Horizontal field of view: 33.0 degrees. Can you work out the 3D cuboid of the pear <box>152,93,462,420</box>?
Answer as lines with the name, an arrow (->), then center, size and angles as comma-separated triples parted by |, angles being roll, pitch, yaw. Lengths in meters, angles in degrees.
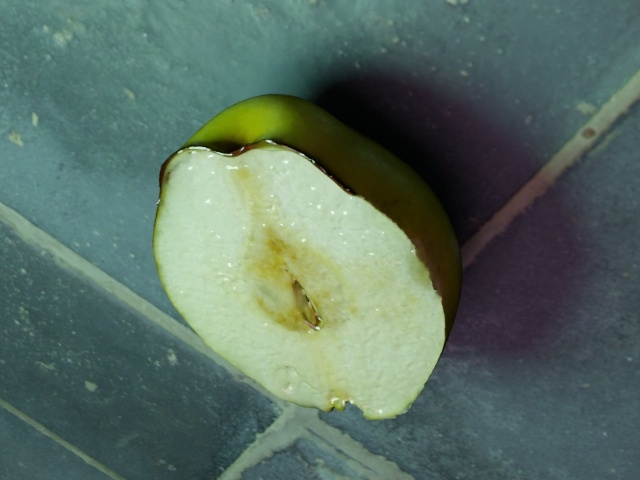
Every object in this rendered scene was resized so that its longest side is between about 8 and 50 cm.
pear -> 0.000, 0.000, 1.206 | 0.341, 0.191, 0.386 | 1, 127, 27
